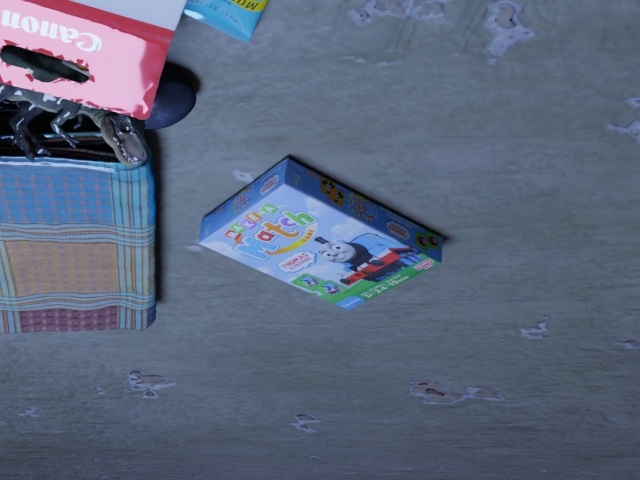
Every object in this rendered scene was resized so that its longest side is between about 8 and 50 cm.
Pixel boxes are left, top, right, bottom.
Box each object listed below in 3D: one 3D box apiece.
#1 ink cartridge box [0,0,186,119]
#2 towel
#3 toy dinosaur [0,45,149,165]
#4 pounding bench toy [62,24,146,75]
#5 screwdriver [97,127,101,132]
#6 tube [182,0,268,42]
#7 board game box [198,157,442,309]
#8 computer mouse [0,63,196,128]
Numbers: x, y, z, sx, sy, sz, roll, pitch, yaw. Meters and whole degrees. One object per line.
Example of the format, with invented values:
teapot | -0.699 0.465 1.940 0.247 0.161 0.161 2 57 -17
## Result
ink cartridge box | -0.184 -0.190 0.702 0.181 0.056 0.224 14 123 -14
towel | -0.312 0.009 1.061 0.271 0.040 0.370 -1 148 -9
toy dinosaur | -0.270 -0.130 0.845 0.268 0.064 0.118 30 130 -8
pounding bench toy | -0.180 -0.158 0.811 0.052 0.065 0.083 24 144 -28
screwdriver | -0.234 -0.068 1.009 0.025 0.024 0.170 41 141 0
tube | -0.050 -0.216 0.723 0.080 0.052 0.207 27 150 -16
board game box | 0.000 0.000 1.067 0.211 0.039 0.160 26 143 -29
computer mouse | -0.232 -0.127 0.894 0.242 0.041 0.071 0 149 10
